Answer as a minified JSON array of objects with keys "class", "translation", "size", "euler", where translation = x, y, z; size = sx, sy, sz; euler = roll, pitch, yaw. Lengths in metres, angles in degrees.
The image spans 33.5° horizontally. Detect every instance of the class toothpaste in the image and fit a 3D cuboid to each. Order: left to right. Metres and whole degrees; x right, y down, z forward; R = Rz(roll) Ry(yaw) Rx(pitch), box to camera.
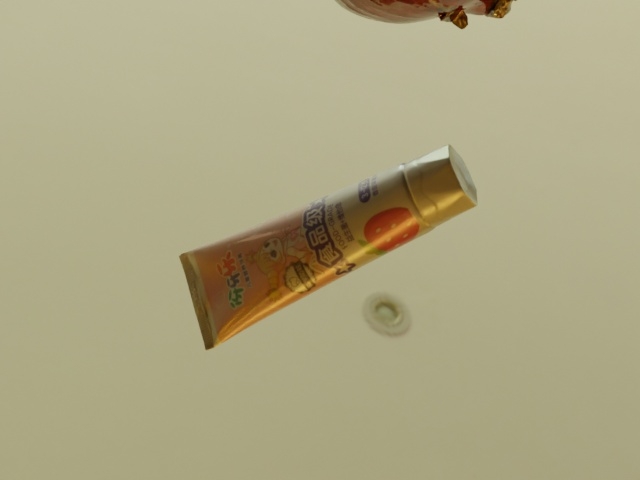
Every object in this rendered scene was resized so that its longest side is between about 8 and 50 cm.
[{"class":"toothpaste","translation":[0.000,0.000,0.647],"size":[0.043,0.194,0.067],"euler":[20,-133,-62]}]

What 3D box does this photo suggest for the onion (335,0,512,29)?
[{"class":"onion","translation":[0.106,-0.273,0.857],"size":[0.161,0.248,0.248],"euler":[35,-142,-34]}]
